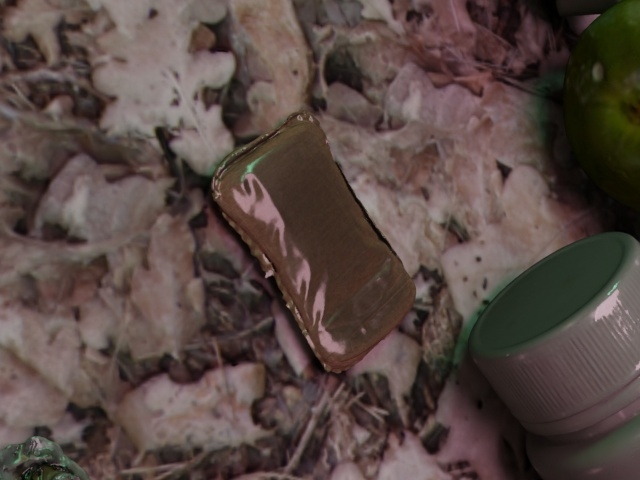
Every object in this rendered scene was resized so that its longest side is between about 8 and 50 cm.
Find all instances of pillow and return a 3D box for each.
[{"bbox_3d":[-0.001,0.002,1.148,0.135,0.034,0.211,-38,102,-38],"label":"pillow"}]

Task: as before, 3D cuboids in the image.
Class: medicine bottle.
[{"bbox_3d":[0.298,0.175,1.202,0.208,0.208,0.340,-46,106,-33],"label":"medicine bottle"}]

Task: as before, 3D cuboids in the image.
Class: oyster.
[{"bbox_3d":[-0.193,0.192,0.980,0.098,0.037,0.100,0,57,-53],"label":"oyster"}]

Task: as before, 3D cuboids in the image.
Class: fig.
[{"bbox_3d":[0.392,-0.137,1.325,0.314,0.233,0.233,-8,84,-28],"label":"fig"}]

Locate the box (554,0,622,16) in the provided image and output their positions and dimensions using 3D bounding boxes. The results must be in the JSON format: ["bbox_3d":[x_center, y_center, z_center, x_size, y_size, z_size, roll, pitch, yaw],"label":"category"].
[{"bbox_3d":[0.249,-0.442,1.266,0.373,0.090,0.367,57,39,-67],"label":"box"}]
